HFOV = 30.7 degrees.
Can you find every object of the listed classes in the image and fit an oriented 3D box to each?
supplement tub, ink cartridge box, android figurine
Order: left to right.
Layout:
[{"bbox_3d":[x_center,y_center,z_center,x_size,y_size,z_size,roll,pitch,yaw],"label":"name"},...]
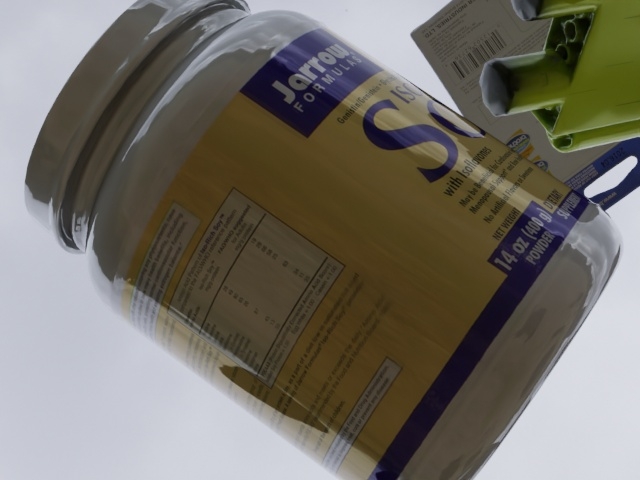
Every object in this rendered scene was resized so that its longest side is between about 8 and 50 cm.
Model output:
[{"bbox_3d":[0.000,0.000,0.766,0.331,0.241,0.241,35,-80,9],"label":"supplement tub"},{"bbox_3d":[0.249,-0.162,1.254,0.186,0.065,0.311,-37,-118,17],"label":"ink cartridge box"},{"bbox_3d":[0.249,-0.168,0.854,0.272,0.056,0.248,-15,-40,-22],"label":"android figurine"}]
